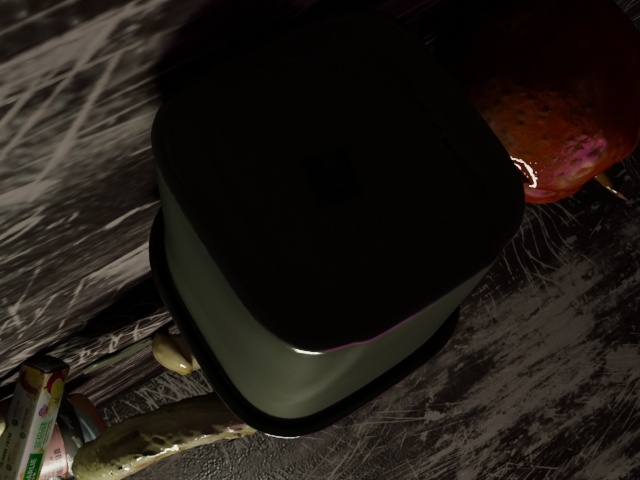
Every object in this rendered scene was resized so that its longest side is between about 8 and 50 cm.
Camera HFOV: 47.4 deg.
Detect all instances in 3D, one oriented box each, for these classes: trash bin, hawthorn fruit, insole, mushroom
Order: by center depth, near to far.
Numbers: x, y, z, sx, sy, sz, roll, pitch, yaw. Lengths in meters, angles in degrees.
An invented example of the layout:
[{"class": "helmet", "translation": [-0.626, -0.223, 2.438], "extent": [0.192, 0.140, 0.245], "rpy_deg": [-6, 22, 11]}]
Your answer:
[{"class": "trash bin", "translation": [0.000, 0.000, 0.491], "extent": [0.220, 0.219, 0.250], "rpy_deg": [-32, 169, -14]}, {"class": "hawthorn fruit", "translation": [0.185, -0.106, 0.600], "extent": [0.179, 0.200, 0.179], "rpy_deg": [-34, 180, 0]}, {"class": "insole", "translation": [-0.370, 0.211, 1.363], "extent": [0.063, 0.010, 0.192], "rpy_deg": [-35, 173, 24]}, {"class": "mushroom", "translation": [-0.181, 0.169, 1.465], "extent": [0.329, 0.122, 0.159], "rpy_deg": [-28, 164, -29]}]

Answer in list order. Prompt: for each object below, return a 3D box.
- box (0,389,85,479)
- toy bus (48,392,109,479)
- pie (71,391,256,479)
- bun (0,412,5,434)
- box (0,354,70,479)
[{"class": "box", "translation": [-0.424, 0.283, 1.031], "extent": [0.135, 0.151, 0.151], "rpy_deg": [-18, 168, -34]}, {"class": "toy bus", "translation": [-0.536, 0.406, 1.386], "extent": [0.288, 0.194, 0.232], "rpy_deg": [-33, -173, 5]}, {"class": "pie", "translation": [-0.190, 0.260, 1.000], "extent": [0.338, 0.075, 0.337], "rpy_deg": [-18, 169, -4]}, {"class": "bun", "translation": [-0.440, 0.237, 0.875], "extent": [0.115, 0.069, 0.115], "rpy_deg": [-45, 171, -10]}, {"class": "box", "translation": [-0.372, 0.247, 0.927], "extent": [0.050, 0.041, 0.207], "rpy_deg": [-14, 124, -73]}]
